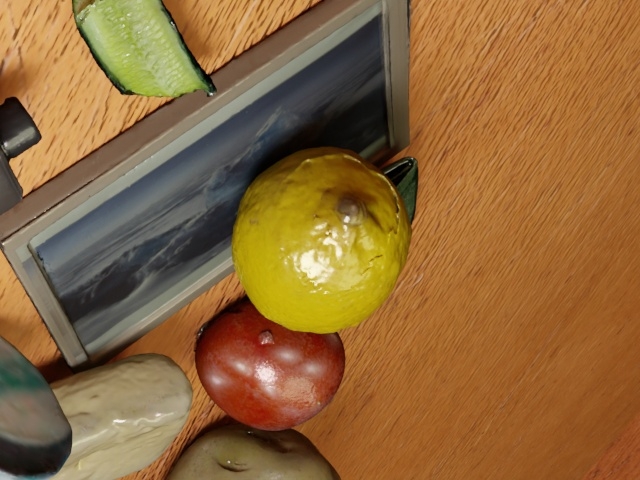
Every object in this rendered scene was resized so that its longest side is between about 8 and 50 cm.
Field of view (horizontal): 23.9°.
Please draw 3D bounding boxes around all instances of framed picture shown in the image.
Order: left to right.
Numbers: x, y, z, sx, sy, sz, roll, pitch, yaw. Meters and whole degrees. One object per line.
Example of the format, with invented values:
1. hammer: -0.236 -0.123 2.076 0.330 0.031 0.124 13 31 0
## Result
1. framed picture: -0.090 -0.057 1.466 0.446 0.028 0.326 -36 156 -13

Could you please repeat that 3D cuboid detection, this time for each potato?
1. potato: -0.094 0.368 1.950 0.243 0.221 0.326 -35 147 -38

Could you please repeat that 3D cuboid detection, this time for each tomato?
1. tomato: -0.052 0.140 1.714 0.167 0.167 0.167 -33 155 -18

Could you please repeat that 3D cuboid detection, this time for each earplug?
1. earplug: -0.393 0.235 1.344 0.324 0.185 0.185 -44 156 18

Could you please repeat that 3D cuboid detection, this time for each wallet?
1. wallet: 0.044 -0.008 1.707 0.160 0.055 0.236 -39 168 -9

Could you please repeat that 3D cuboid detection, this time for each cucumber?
1. cucumber: -0.146 -0.157 1.194 0.070 0.046 0.220 -37 155 -3

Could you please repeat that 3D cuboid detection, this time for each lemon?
1. lemon: 0.001 0.001 1.461 0.180 0.180 0.193 -43 157 4

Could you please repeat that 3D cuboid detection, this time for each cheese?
1. cheese: -0.261 0.197 1.529 0.263 0.093 0.159 -17 154 -21

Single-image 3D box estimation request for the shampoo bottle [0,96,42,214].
1. shampoo bottle: -0.317 -0.024 1.116 0.246 0.079 0.080 -36 156 -13
